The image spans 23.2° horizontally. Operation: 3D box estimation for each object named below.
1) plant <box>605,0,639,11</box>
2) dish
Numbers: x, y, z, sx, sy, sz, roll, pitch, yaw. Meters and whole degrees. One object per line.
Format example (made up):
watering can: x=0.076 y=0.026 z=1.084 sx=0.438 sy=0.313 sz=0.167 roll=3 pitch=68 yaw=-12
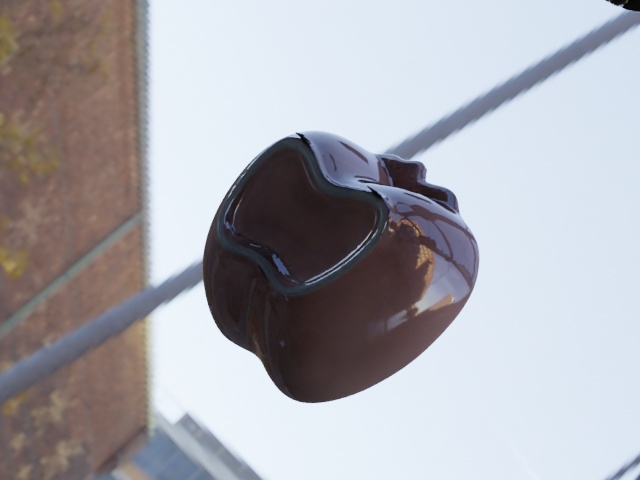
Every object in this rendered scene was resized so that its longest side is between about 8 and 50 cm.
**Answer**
plant: x=0.134 y=-0.188 z=0.808 sx=0.174 sy=0.085 sz=0.087 roll=64 pitch=-29 yaw=24
dish: x=0.000 y=0.000 z=1.116 sx=0.213 sy=0.213 sz=0.090 roll=27 pitch=-14 yaw=36
